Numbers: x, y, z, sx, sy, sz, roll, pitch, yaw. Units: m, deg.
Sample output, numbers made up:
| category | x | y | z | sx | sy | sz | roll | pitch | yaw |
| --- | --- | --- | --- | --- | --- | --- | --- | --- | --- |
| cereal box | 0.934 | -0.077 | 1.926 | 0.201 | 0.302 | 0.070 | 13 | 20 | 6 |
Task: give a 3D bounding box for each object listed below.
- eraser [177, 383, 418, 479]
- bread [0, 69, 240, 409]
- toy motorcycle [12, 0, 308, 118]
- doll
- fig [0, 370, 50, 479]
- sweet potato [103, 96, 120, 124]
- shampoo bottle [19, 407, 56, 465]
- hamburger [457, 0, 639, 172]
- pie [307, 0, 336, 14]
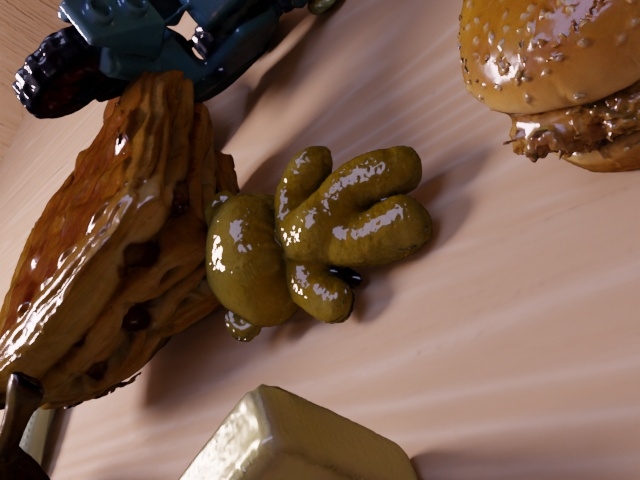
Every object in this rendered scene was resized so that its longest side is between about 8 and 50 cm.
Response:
| category | x | y | z | sx | sy | sz | roll | pitch | yaw |
| --- | --- | --- | --- | --- | --- | --- | --- | --- | --- |
| eraser | -0.035 | 0.174 | 0.515 | 0.172 | 0.117 | 0.058 | -52 | 30 | 14 |
| bread | -0.190 | 0.016 | 0.908 | 0.324 | 0.167 | 0.277 | -48 | 26 | 28 |
| toy motorcycle | -0.149 | -0.256 | 1.006 | 0.232 | 0.172 | 0.416 | -41 | -6 | 39 |
| doll | 0.000 | 0.000 | 0.702 | 0.210 | 0.097 | 0.137 | -18 | 77 | 33 |
| fig | -0.327 | 0.231 | 0.824 | 0.320 | 0.217 | 0.217 | -58 | 22 | 33 |
| sweet potato | -0.236 | -0.169 | 1.245 | 0.131 | 0.131 | 0.336 | -56 | 25 | 7 |
| shampoo bottle | -0.351 | 0.216 | 1.120 | 0.072 | 0.049 | 0.212 | -42 | 31 | 38 |
| hamburger | 0.155 | -0.128 | 0.504 | 0.191 | 0.118 | 0.182 | -65 | 22 | -2 |
| pie | 0.015 | -0.292 | 1.043 | 0.084 | 0.021 | 0.084 | -43 | 26 | 27 |
